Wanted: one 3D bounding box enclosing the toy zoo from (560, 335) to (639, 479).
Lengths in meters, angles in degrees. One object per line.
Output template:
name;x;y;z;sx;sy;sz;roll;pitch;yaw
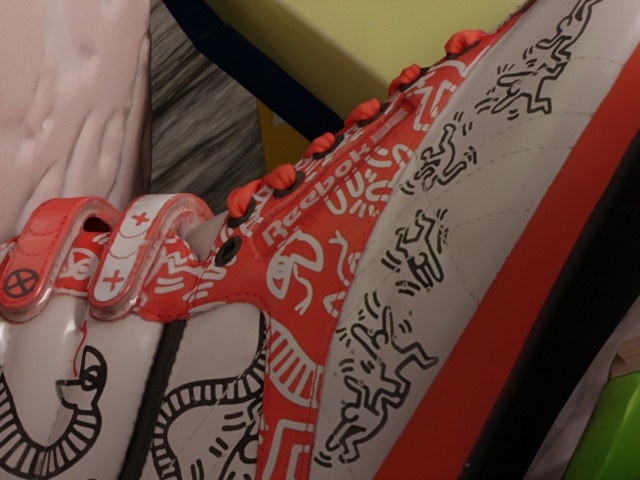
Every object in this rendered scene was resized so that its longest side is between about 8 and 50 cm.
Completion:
toy zoo;0.087;0.106;0.305;0.192;0.030;0.293;-23;26;45

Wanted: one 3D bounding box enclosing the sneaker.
sneaker;-0.001;0.000;0.435;0.270;0.145;0.090;-61;-21;1

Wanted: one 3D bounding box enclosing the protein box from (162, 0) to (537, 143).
protein box;0.058;-0.126;0.591;0.201;0.136;0.200;-44;55;-7

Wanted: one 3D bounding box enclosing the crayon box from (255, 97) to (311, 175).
crayon box;0.041;-0.198;0.813;0.083;0.322;0.203;-1;-12;-39

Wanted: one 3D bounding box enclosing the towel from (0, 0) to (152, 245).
towel;-0.120;0.057;0.485;0.317;0.053;0.331;-63;-15;-49
